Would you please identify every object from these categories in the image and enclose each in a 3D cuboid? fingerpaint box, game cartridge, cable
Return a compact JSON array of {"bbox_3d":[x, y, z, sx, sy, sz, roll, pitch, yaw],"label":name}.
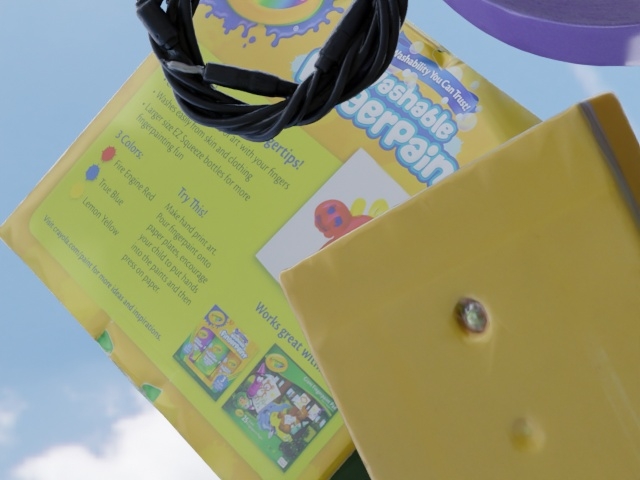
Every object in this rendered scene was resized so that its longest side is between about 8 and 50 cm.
[{"bbox_3d":[0.000,0.000,1.621,0.371,0.445,0.163,-50,-40,1],"label":"fingerpaint box"},{"bbox_3d":[0.139,0.110,1.197,0.053,0.285,0.323,-22,-95,-46],"label":"game cartridge"},{"bbox_3d":[-0.021,-0.151,1.267,0.150,0.184,0.047,64,-178,7],"label":"cable"}]

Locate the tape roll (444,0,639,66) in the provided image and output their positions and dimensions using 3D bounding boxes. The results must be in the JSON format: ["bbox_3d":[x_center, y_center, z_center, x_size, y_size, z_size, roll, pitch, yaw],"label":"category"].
[{"bbox_3d":[0.156,-0.235,1.046,0.090,0.275,0.275,41,-128,-75],"label":"tape roll"}]
